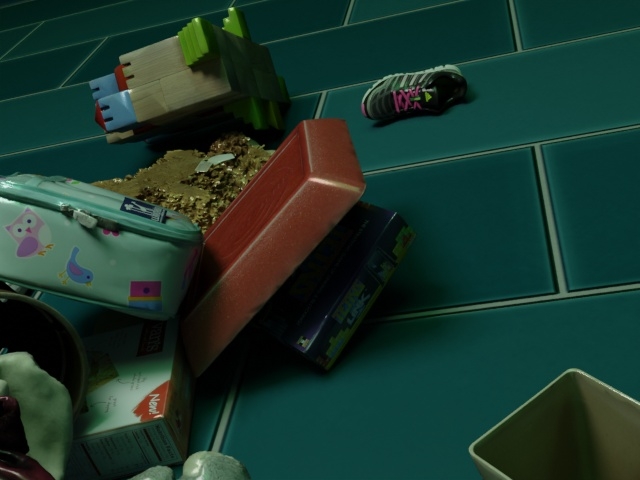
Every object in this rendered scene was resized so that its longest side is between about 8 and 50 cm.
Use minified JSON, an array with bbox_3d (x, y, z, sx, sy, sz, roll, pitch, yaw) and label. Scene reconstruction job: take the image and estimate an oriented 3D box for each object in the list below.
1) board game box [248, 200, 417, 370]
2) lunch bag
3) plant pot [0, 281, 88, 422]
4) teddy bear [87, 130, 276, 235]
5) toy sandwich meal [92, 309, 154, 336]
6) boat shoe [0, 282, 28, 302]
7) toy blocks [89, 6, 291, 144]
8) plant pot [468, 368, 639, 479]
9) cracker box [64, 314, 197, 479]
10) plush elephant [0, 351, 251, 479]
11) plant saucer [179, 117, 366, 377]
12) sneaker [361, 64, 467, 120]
[{"bbox_3d":[-0.001,0.033,0.902,0.141,0.048,0.170,21,73,49],"label":"board game box"},{"bbox_3d":[-0.240,-0.003,0.886,0.224,0.108,0.279,19,-1,-10],"label":"lunch bag"},{"bbox_3d":[-0.316,0.104,0.783,0.167,0.167,0.165,-30,27,-20],"label":"plant pot"},{"bbox_3d":[-0.177,-0.053,1.165,0.245,0.113,0.338,16,36,33],"label":"teddy bear"},{"bbox_3d":[-0.222,0.101,0.992,0.085,0.029,0.085,-16,33,11],"label":"toy sandwich meal"},{"bbox_3d":[-0.550,0.051,1.164,0.320,0.103,0.118,-6,32,18],"label":"boat shoe"},{"bbox_3d":[-0.224,-0.226,1.320,0.261,0.191,0.381,-16,2,13],"label":"toy blocks"},{"bbox_3d":[0.185,0.174,0.594,0.109,0.096,0.109,-31,32,-22],"label":"plant pot"},{"bbox_3d":[-0.244,0.167,0.853,0.232,0.067,0.156,-14,31,5],"label":"cracker box"},{"bbox_3d":[-0.251,0.159,0.583,0.272,0.255,0.330,-5,-30,-47],"label":"plush elephant"},{"bbox_3d":[-0.064,-0.015,0.917,0.258,0.048,0.259,-48,17,15],"label":"plant saucer"},{"bbox_3d":[0.146,-0.219,1.288,0.170,0.063,0.075,-17,24,-9],"label":"sneaker"}]
